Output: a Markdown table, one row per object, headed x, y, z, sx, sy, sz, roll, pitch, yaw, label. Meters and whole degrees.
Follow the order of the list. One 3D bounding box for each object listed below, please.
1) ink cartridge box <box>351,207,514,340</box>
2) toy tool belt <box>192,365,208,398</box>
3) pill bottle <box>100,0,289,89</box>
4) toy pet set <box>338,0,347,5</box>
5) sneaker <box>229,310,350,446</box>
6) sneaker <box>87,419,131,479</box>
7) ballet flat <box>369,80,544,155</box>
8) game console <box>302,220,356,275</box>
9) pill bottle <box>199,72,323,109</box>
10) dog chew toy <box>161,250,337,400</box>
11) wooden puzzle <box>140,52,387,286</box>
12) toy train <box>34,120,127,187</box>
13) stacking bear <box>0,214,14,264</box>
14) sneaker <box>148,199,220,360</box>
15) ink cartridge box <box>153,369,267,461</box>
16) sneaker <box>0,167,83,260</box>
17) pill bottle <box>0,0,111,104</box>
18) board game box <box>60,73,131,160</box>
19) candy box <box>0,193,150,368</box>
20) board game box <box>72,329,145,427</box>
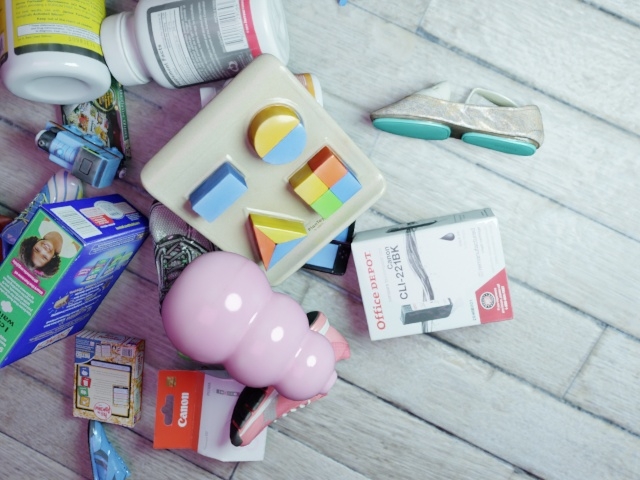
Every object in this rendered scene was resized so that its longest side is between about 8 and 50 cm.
| x | y | z | sx | sy | sz | roll | pitch | yaw | label |
| --- | --- | --- | --- | --- | --- | --- | --- | --- | --- |
| 0.209 | 0.064 | 1.185 | 0.272 | 0.114 | 0.197 | -11 | 99 | 12 | ink cartridge box |
| -0.254 | 0.320 | 1.340 | 0.052 | 0.051 | 0.083 | 10 | 107 | -29 | toy tool belt |
| -0.229 | -0.378 | 1.144 | 0.318 | 0.176 | 0.177 | -8 | 99 | 11 | pill bottle |
| 0.020 | -0.521 | 1.148 | 0.114 | 0.065 | 0.122 | 21 | 110 | -31 | toy pet set |
| -0.055 | 0.299 | 1.245 | 0.136 | 0.116 | 0.314 | 40 | 84 | -15 | sneaker |
| -0.482 | 0.503 | 1.418 | 0.082 | 0.069 | 0.210 | -10 | 90 | -22 | sneaker |
| 0.251 | -0.232 | 1.142 | 0.315 | 0.107 | 0.106 | 11 | 82 | 2 | ballet flat |
| 0.000 | 0.000 | 1.227 | 0.122 | 0.071 | 0.107 | 12 | 68 | 8 | game console |
| -0.110 | -0.241 | 1.147 | 0.216 | 0.121 | 0.121 | -7 | 100 | -10 | pill bottle |
| -0.117 | 0.167 | 1.119 | 0.331 | 0.206 | 0.207 | 35 | 104 | -1 | dog chew toy |
| -0.090 | -0.099 | 1.113 | 0.322 | 0.080 | 0.348 | -41 | 120 | 11 | wooden puzzle |
| -0.477 | -0.172 | 1.233 | 0.184 | 0.105 | 0.080 | 29 | 103 | 3 | toy train |
| -0.802 | -0.051 | 1.319 | 0.289 | 0.175 | 0.164 | 32 | 106 | 10 | stacking bear |
| -0.267 | 0.076 | 1.252 | 0.134 | 0.146 | 0.344 | -15 | 97 | 12 | sneaker |
| -0.226 | 0.368 | 1.307 | 0.232 | 0.066 | 0.189 | 3 | 103 | -18 | ink cartridge box |
| -0.584 | -0.038 | 1.294 | 0.091 | 0.126 | 0.240 | 30 | 104 | 3 | sneaker |
| -0.496 | -0.440 | 1.153 | 0.187 | 0.188 | 0.334 | -8 | 83 | 11 | pill bottle |
| -0.470 | -0.292 | 1.278 | 0.136 | 0.030 | 0.260 | -1 | 100 | 12 | board game box |
| -0.510 | 0.070 | 1.228 | 0.122 | 0.268 | 0.317 | 39 | 104 | 4 | candy box |
| -0.471 | 0.306 | 1.380 | 0.146 | 0.045 | 0.194 | 9 | 102 | 8 | board game box |
